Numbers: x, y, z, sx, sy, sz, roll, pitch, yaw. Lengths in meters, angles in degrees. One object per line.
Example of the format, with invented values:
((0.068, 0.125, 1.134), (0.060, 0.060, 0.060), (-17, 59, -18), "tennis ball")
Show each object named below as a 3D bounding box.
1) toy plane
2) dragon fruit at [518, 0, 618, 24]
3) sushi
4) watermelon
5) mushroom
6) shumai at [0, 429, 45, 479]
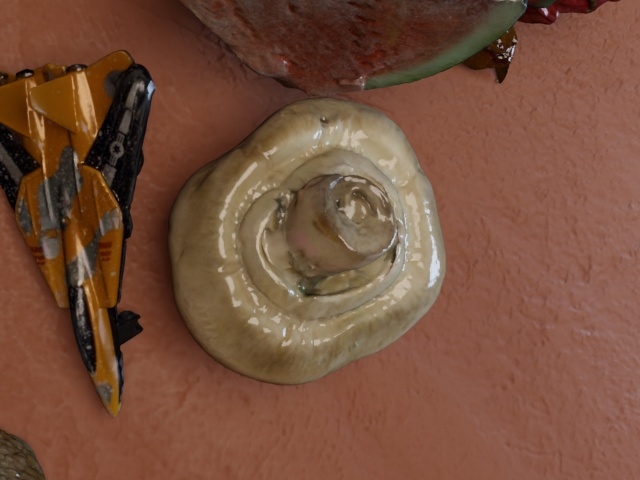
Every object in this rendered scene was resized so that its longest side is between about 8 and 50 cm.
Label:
((-0.200, -0.003, 1.558), (0.103, 0.204, 0.316), (-42, 123, -53), "toy plane")
((0.228, -0.322, 1.647), (0.293, 0.234, 0.234), (-35, 101, -37), "dragon fruit")
((0.141, -0.198, 1.702), (0.120, 0.055, 0.052), (30, 69, -24), "sushi")
((-0.007, -0.277, 1.524), (0.292, 0.283, 0.250), (24, 49, -31), "watermelon")
((0.000, 0.000, 1.557), (0.254, 0.234, 0.260), (13, 85, -21), "mushroom")
((-0.307, 0.234, 1.524), (0.145, 0.145, 0.116), (23, 119, -17), "shumai")
